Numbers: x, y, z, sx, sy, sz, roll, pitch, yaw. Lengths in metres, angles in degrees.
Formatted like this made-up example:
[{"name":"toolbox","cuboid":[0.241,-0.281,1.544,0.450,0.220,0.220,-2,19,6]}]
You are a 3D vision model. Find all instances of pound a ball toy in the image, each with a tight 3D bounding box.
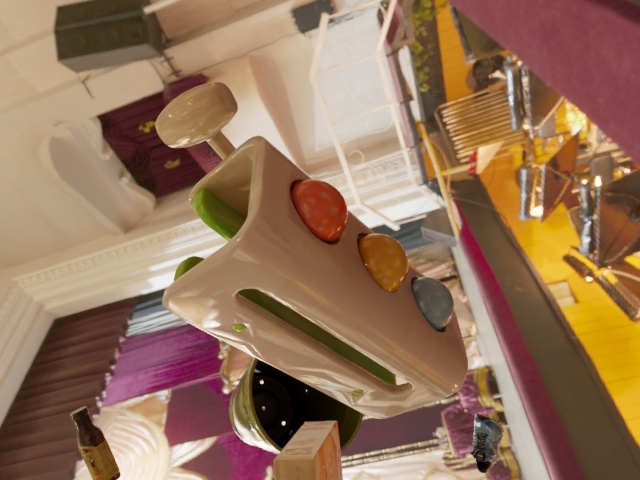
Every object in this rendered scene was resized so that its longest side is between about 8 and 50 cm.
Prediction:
[{"name":"pound a ball toy","cuboid":[0.000,0.000,0.450,0.319,0.136,0.208,39,-148,-33]}]

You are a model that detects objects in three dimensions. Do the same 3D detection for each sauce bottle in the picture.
[{"name":"sauce bottle","cuboid":[-0.361,0.328,0.780,0.042,0.042,0.128,-35,-78,-78]}]

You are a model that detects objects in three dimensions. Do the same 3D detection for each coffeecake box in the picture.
[{"name":"coffeecake box","cuboid":[-0.014,0.404,0.825,0.185,0.068,0.142,9,-105,-77]}]

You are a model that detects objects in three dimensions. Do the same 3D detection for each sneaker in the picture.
[{"name":"sneaker","cuboid":[0.375,0.465,1.111,0.073,0.063,0.162,-37,-58,-40]}]

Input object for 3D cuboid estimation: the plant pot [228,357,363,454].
[{"name":"plant pot","cuboid":[-0.113,0.495,1.503,0.367,0.353,0.366,15,-122,-25]}]
